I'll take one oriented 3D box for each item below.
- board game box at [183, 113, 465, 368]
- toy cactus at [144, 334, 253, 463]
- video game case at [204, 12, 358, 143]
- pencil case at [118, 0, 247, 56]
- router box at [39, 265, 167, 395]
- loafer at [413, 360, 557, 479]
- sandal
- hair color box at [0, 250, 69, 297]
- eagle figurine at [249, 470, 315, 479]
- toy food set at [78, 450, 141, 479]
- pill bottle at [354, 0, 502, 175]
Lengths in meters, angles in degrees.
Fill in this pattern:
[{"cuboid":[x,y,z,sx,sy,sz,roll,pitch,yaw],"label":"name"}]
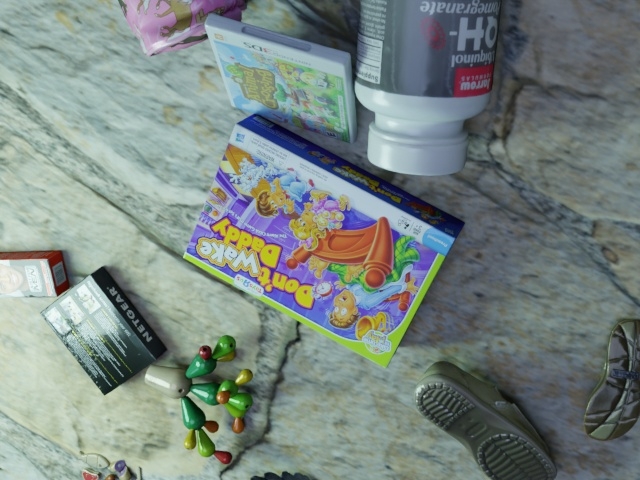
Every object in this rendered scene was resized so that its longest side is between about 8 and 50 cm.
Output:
[{"cuboid":[0.000,0.000,1.399,0.347,0.078,0.233,28,115,8],"label":"board game box"},{"cuboid":[-0.199,0.249,1.542,0.181,0.112,0.218,15,118,13],"label":"toy cactus"},{"cuboid":[-0.047,-0.212,1.290,0.193,0.212,0.023,19,72,12],"label":"video game case"},{"cuboid":[-0.240,-0.439,1.286,0.160,0.167,0.386,-27,101,-16],"label":"pencil case"},{"cuboid":[-0.360,0.152,1.594,0.133,0.046,0.179,-34,96,25],"label":"router box"},{"cuboid":[0.248,0.265,1.405,0.102,0.092,0.268,-36,111,30],"label":"loafer"},{"cuboid":[0.418,0.195,1.347,0.072,0.049,0.180,12,98,8],"label":"sandal"},{"cuboid":[-0.497,0.057,1.608,0.141,0.043,0.071,-2,109,20],"label":"hair color box"},{"cuboid":[-0.030,0.544,1.569,0.226,0.225,0.298,-37,58,-12],"label":"eagle figurine"},{"cuboid":[-0.378,0.422,1.709,0.122,0.019,0.077,6,110,17],"label":"toy food set"},{"cuboid":[0.134,-0.252,1.211,0.176,0.176,0.318,9,111,16],"label":"pill bottle"}]
